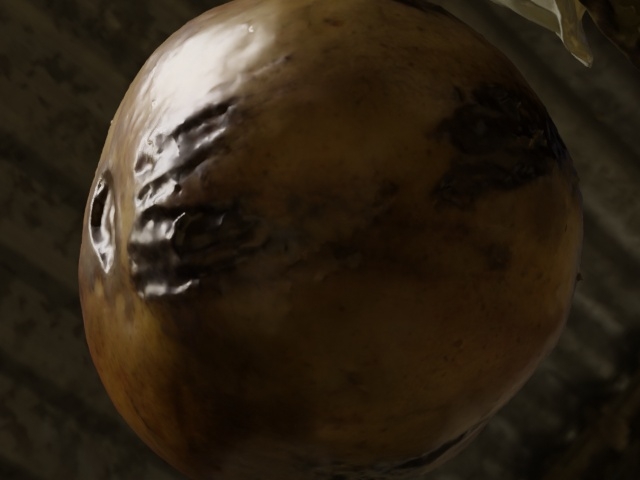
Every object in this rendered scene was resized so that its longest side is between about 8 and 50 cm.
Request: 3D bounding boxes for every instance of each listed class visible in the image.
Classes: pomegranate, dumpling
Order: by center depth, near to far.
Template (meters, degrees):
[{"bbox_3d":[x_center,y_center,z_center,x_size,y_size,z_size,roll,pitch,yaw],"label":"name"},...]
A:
[{"bbox_3d":[0.000,0.000,0.943,0.322,0.322,0.322,-7,-70,-20],"label":"pomegranate"},{"bbox_3d":[0.179,-0.222,1.234,0.126,0.216,0.166,-25,-59,-16],"label":"dumpling"}]

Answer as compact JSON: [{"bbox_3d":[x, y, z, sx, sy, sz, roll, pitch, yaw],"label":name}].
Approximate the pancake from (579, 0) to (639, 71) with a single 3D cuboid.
[{"bbox_3d":[0.245,-0.173,0.922,0.212,0.029,0.235,28,-42,8],"label":"pancake"}]
